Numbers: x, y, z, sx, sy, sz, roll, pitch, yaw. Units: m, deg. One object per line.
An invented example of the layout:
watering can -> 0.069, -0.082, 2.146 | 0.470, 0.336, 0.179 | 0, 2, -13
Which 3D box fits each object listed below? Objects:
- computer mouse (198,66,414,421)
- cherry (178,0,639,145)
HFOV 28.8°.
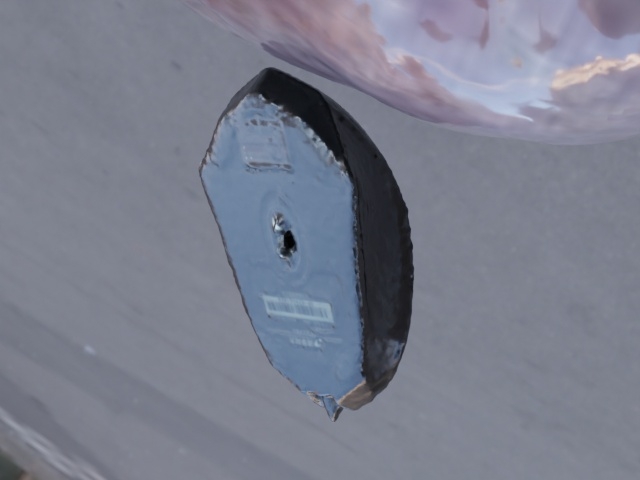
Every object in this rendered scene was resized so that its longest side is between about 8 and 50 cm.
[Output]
computer mouse -> 0.000, 0.000, 0.585 | 0.099, 0.057, 0.172 | 5, 114, 40
cherry -> 0.062, -0.177, 0.442 | 0.335, 0.291, 0.326 | 35, -153, 33
